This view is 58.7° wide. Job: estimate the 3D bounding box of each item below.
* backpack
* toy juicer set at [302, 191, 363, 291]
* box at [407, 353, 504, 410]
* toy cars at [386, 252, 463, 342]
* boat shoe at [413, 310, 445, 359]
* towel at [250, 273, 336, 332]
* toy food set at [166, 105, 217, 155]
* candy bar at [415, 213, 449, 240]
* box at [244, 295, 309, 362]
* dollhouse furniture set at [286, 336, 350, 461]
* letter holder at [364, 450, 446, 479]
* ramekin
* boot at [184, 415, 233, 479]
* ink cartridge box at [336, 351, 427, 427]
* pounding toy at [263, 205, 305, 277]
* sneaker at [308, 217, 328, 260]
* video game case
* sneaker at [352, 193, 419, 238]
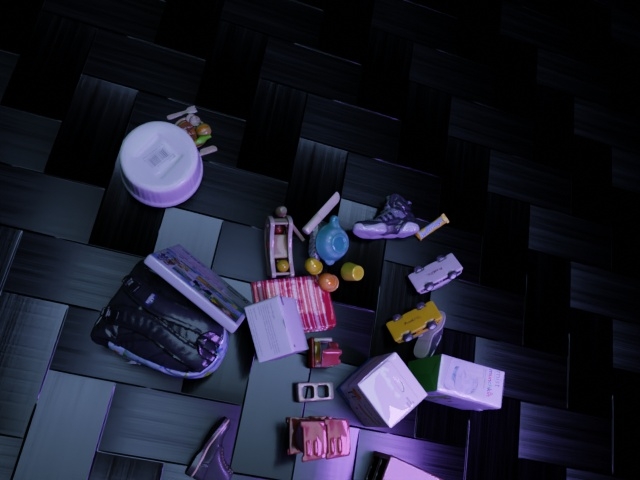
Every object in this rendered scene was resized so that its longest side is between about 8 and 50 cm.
[{"bbox_3d":[-0.450,0.272,1.735,0.356,0.273,0.290,19,65,14],"label":"backpack"},{"bbox_3d":[0.014,0.022,1.961,0.209,0.089,0.328,-27,108,-29],"label":"toy juicer set"},{"bbox_3d":[0.440,0.481,1.902,0.231,0.262,0.126,16,69,-10],"label":"box"},{"bbox_3d":[0.381,0.216,2.057,0.177,0.087,0.393,15,62,28],"label":"toy cars"},{"bbox_3d":[0.397,0.347,2.052,0.206,0.075,0.065,-57,137,-28],"label":"boat shoe"},{"bbox_3d":[-0.091,0.222,1.954,0.275,0.031,0.198,-5,74,-17],"label":"towel"},{"bbox_3d":[-0.459,-0.390,2.031,0.132,0.038,0.192,-26,82,-21],"label":"toy food set"},{"bbox_3d":[0.428,-0.050,2.194,0.161,0.018,0.040,-32,84,-23],"label":"candy bar"},{"bbox_3d":[-0.135,0.278,1.794,0.119,0.182,0.180,-19,77,11],"label":"box"},{"bbox_3d":[-0.016,0.488,1.800,0.152,0.201,0.373,1,74,-16],"label":"dollhouse furniture set"},{"bbox_3d":[0.291,0.837,1.810,0.302,0.152,0.214,27,70,-7],"label":"letter holder"},{"bbox_3d":[-0.534,-0.261,1.902,0.277,0.135,0.277,2,77,-10],"label":"ramekin"},{"bbox_3d":[-0.301,0.656,1.743,0.137,0.077,0.197,36,80,-8],"label":"boot"},{"bbox_3d":[0.192,0.486,1.843,0.168,0.232,0.171,-36,85,-23],"label":"ink cartridge box"},{"bbox_3d":[-0.110,-0.005,1.951,0.155,0.154,0.269,-2,74,-17],"label":"pounding toy"},{"bbox_3d":[0.000,0.000,2.033,0.076,0.065,0.166,7,75,-22],"label":"sneaker"},{"bbox_3d":[-0.364,0.140,1.768,0.329,0.300,0.036,40,96,-2],"label":"video game case"},{"bbox_3d":[0.232,-0.090,2.109,0.269,0.101,0.153,-1,73,-22],"label":"sneaker"}]
